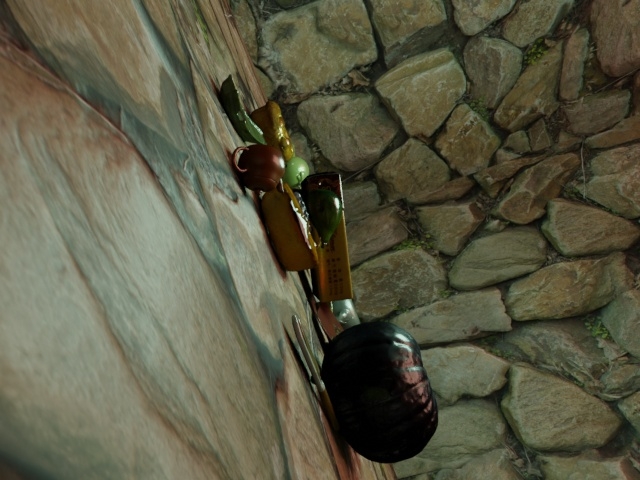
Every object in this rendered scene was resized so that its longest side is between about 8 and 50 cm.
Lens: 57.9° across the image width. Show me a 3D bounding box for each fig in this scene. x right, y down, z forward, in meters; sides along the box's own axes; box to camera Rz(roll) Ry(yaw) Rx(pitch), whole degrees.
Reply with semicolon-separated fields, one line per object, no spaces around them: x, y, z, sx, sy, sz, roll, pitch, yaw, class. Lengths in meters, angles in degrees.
0.016;-0.066;1.723;0.117;0.117;0.177;60;19;-76;fig

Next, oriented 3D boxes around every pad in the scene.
0.068;0.322;1.849;0.267;0.004;0.181;57;12;-6;pad

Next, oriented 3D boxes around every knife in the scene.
-0.012;0.302;1.296;0.061;0.027;0.343;-103;175;-58;knife

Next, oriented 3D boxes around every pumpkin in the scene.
0.155;0.388;1.495;0.363;0.266;0.363;-21;90;-87;pumpkin

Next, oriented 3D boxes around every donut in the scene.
-0.075;-0.036;1.534;0.253;0.118;0.253;-17;90;-86;donut
-0.171;-0.381;2.075;0.226;0.114;0.226;-20;90;-88;donut

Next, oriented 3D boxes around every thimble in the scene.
-0.086;-0.066;1.723;0.150;0.098;0.150;-20;90;-87;thimble

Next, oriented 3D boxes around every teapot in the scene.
-0.141;-0.157;1.330;0.173;0.116;0.116;23;41;-49;teapot
0.068;0.276;2.125;0.294;0.130;0.193;16;55;-89;teapot

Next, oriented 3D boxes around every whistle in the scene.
-0.150;-0.316;2.274;0.294;0.141;0.141;51;-4;18;whistle

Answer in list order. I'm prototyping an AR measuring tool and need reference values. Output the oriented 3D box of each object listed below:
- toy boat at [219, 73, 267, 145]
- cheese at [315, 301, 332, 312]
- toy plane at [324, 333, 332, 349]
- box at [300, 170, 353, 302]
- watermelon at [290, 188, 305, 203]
-0.211;-0.332;1.558;0.293;0.055;0.093;62;8;-69;toy boat
0.012;0.240;1.976;0.084;0.060;0.041;-87;159;-65;cheese
0.045;0.344;1.851;0.226;0.058;0.226;-99;171;-58;toy plane
0.016;-0.014;1.951;0.264;0.116;0.415;-172;-104;-85;box
-0.121;-0.114;1.880;0.094;0.125;0.135;31;-59;42;watermelon
